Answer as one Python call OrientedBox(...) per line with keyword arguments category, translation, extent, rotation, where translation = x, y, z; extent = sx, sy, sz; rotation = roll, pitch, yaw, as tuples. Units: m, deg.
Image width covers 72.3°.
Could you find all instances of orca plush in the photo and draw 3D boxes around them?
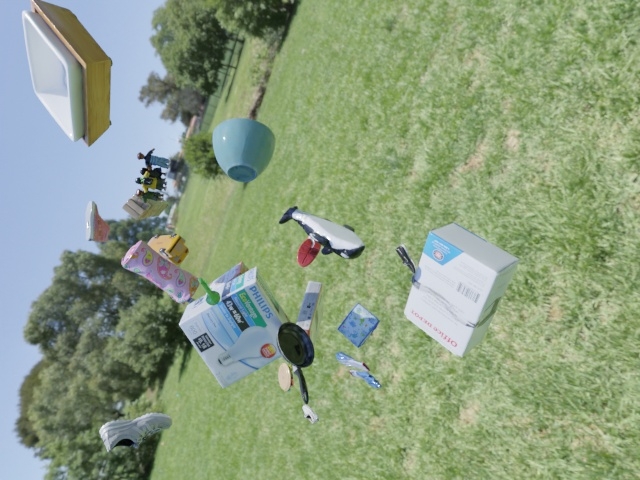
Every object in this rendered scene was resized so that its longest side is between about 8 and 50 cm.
OrientedBox(category="orca plush", translation=(0.000, 0.000, 1.308), extent=(0.151, 0.287, 0.102), rotation=(-38, -36, -58))

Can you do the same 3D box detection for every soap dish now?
OrientedBox(category="soap dish", translation=(-0.646, -0.425, 1.136), extent=(0.118, 0.229, 0.291), rotation=(-34, -11, -38))

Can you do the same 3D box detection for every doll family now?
OrientedBox(category="doll family", translation=(-0.598, -0.228, 1.540), extent=(0.076, 0.111, 0.193), rotation=(-32, 54, 52))

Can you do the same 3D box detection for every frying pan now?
OrientedBox(category="frying pan", translation=(-0.077, 0.475, 1.730), extent=(0.053, 0.197, 0.326), rotation=(-38, 66, 29))

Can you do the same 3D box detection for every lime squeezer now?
OrientedBox(category="lime squeezer", translation=(-0.432, 0.202, 1.685), extent=(0.059, 0.110, 0.310), rotation=(-48, 5, -12))

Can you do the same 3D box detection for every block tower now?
OrientedBox(category="block tower", translation=(-0.863, -0.174, 2.191), extent=(0.091, 0.097, 0.335), rotation=(-49, 7, 4))

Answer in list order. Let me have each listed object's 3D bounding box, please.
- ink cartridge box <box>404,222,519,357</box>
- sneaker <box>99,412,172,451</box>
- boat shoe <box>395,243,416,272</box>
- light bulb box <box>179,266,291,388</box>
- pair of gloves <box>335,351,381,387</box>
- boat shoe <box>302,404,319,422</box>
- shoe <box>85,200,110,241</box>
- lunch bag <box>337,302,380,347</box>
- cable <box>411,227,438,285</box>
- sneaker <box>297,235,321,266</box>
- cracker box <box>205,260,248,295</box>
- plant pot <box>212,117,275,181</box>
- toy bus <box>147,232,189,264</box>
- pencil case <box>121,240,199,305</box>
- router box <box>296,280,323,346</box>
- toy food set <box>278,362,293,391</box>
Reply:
OrientedBox(category="ink cartridge box", translation=(0.395, 0.141, 1.267), extent=(0.223, 0.128, 0.308), rotation=(37, 131, 36))
OrientedBox(category="sneaker", translation=(-0.744, 0.792, 1.788), extent=(0.115, 0.281, 0.105), rotation=(58, 131, 36))
OrientedBox(category="boat shoe", translation=(0.340, 0.078, 1.738), extent=(0.125, 0.038, 0.046), rotation=(64, 167, 1))
OrientedBox(category="light bulb box", translation=(-0.345, 0.369, 1.894), extent=(0.360, 0.358, 0.225), rotation=(-30, 16, 0))
OrientedBox(category="pair of gloves", translation=(0.140, 0.488, 1.649), extent=(0.159, 0.198, 0.023), rotation=(2, 47, 50))
OrientedBox(category="boat shoe", translation=(-0.049, 0.711, 1.788), extent=(0.100, 0.035, 0.035), rotation=(30, 124, 46))
OrientedBox(category="shoe", translation=(-0.948, -0.079, 1.866), extent=(0.063, 0.081, 0.178), rotation=(-21, 69, 38))
OrientedBox(category="lunch bag", translation=(0.172, 0.370, 1.926), extent=(0.151, 0.128, 0.096), rotation=(-57, -18, 14))
OrientedBox(category="cable", translation=(0.444, 0.088, 1.881), extent=(0.072, 0.139, 0.288), rotation=(12, 100, 57))
OrientedBox(category="sneaker", translation=(-0.031, 0.036, 1.824), extent=(0.128, 0.086, 0.221), rotation=(87, -154, -60))
OrientedBox(category="cracker box", translation=(-0.493, 0.225, 2.320), extent=(0.232, 0.067, 0.156), rotation=(-36, 20, 7))
OrientedBox(category="plant pot", translation=(-0.352, -0.383, 1.994), extent=(0.290, 0.289, 0.196), rotation=(129, 145, -57))
OrientedBox(category="toy bus", translation=(-0.755, 0.048, 2.134), extent=(0.332, 0.130, 0.108), rotation=(-2, 49, 45))
OrientedBox(category="pencil case", translation=(-0.580, 0.121, 1.606), extent=(0.124, 0.284, 0.124), rotation=(-38, 27, 23))
OrientedBox(category="router box", translation=(-0.059, 0.463, 2.585), extent=(0.301, 0.082, 0.336), rotation=(86, -165, -46))
OrientedBox(category="toy food set", translation=(-0.101, 0.402, 1.288), extent=(0.082, 0.020, 0.084), rotation=(-30, 62, 58))
